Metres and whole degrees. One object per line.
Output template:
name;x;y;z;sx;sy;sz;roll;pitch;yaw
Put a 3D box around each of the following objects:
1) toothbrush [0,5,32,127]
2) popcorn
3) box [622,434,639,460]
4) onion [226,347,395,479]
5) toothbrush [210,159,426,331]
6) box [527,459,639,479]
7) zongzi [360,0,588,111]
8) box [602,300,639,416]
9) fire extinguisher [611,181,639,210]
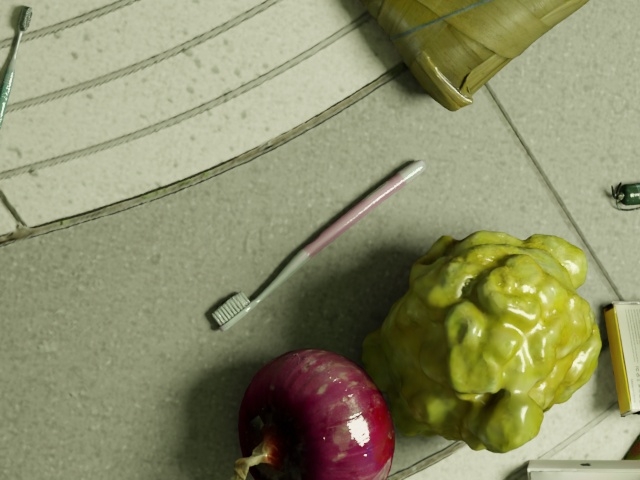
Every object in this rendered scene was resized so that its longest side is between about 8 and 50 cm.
toothbrush;-0.310;-0.152;1.643;0.011;0.014;0.167;16;88;-28
popcorn;0.177;0.102;1.707;0.235;0.250;0.241;14;88;-12
box;0.474;0.337;1.934;0.311;0.043;0.173;38;81;-17
onion;-0.007;0.197;1.689;0.153;0.177;0.177;19;87;-55
toothbrush;0.000;0.000;1.759;0.286;0.020;0.025;-38;98;-13
box;0.296;0.312;1.838;0.129;0.051;0.130;-1;94;10
zongzi;0.141;-0.295;1.724;0.228;0.115;0.256;-39;97;14
box;0.445;0.132;1.895;0.247;0.033;0.129;0;71;-19
fire extinguisher;0.365;-0.050;1.880;0.083;0.025;0.038;-4;118;-19
